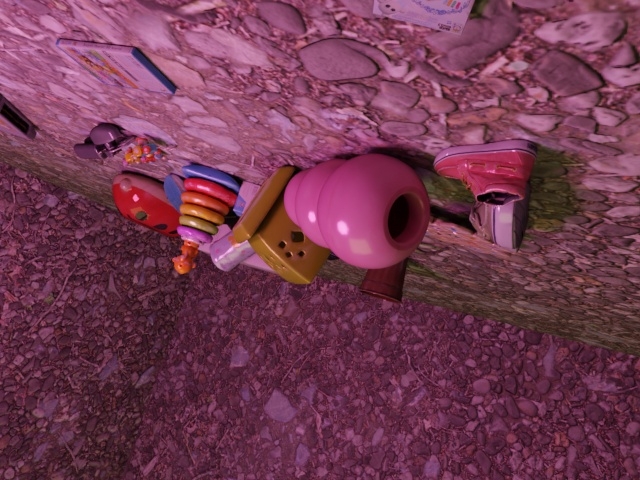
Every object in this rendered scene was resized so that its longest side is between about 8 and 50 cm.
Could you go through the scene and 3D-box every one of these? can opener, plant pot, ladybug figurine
[{"bbox_3d":[-0.604,-0.276,1.286,0.283,0.076,0.095,9,135,42],"label":"can opener"},{"bbox_3d":[0.237,0.127,1.711,0.166,0.165,0.167,17,171,3],"label":"plant pot"},{"bbox_3d":[-0.078,-0.043,1.146,0.207,0.227,0.228,34,167,-12],"label":"plant pot"},{"bbox_3d":[-0.644,-0.126,1.850,0.305,0.162,0.449,14,170,20],"label":"ladybug figurine"}]

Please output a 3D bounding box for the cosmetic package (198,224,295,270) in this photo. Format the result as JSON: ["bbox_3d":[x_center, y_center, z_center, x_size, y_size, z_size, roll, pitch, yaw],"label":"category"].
[{"bbox_3d":[-0.268,0.000,1.803,0.365,0.197,0.155,16,170,17],"label":"cosmetic package"}]

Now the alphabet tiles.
[{"bbox_3d":[0.307,-0.020,1.120,0.284,0.021,0.278,21,178,-18],"label":"alphabet tiles"}]

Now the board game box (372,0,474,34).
[{"bbox_3d":[0.094,-0.227,0.416,0.090,0.020,0.090,17,171,6],"label":"board game box"}]

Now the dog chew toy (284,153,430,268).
[{"bbox_3d":[0.047,-0.067,0.910,0.206,0.207,0.331,25,176,-37],"label":"dog chew toy"}]

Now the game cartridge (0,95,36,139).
[{"bbox_3d":[-0.958,-0.378,1.330,0.198,0.062,0.297,15,171,-10],"label":"game cartridge"}]

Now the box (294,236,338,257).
[{"bbox_3d":[0.000,0.000,1.628,0.155,0.093,0.158,20,171,-13],"label":"box"}]

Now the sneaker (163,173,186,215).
[{"bbox_3d":[-0.432,-0.133,1.583,0.087,0.092,0.229,-14,120,42],"label":"sneaker"}]

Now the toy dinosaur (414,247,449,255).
[{"bbox_3d":[0.239,0.018,1.422,0.268,0.064,0.118,14,164,1],"label":"toy dinosaur"}]

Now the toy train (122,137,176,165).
[{"bbox_3d":[-0.450,-0.237,1.232,0.125,0.046,0.166,-20,-174,-37],"label":"toy train"}]

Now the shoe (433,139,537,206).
[{"bbox_3d":[0.235,-0.097,0.713,0.063,0.081,0.178,24,168,-32],"label":"shoe"}]

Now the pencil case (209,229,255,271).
[{"bbox_3d":[-0.254,0.001,1.628,0.273,0.114,0.124,-33,152,21],"label":"pencil case"}]

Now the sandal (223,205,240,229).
[{"bbox_3d":[-0.297,-0.103,1.593,0.120,0.086,0.303,-31,168,10],"label":"sandal"}]

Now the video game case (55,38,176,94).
[{"bbox_3d":[-0.349,-0.298,0.812,0.166,0.015,0.119,14,170,20],"label":"video game case"}]

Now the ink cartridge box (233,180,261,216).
[{"bbox_3d":[-0.165,-0.100,1.363,0.143,0.092,0.090,18,171,1],"label":"ink cartridge box"}]

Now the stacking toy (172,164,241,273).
[{"bbox_3d":[-0.348,-0.048,1.353,0.175,0.302,0.166,17,170,-3],"label":"stacking toy"}]

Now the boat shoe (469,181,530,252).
[{"bbox_3d":[0.316,-0.036,0.847,0.094,0.109,0.302,15,173,25],"label":"boat shoe"}]
